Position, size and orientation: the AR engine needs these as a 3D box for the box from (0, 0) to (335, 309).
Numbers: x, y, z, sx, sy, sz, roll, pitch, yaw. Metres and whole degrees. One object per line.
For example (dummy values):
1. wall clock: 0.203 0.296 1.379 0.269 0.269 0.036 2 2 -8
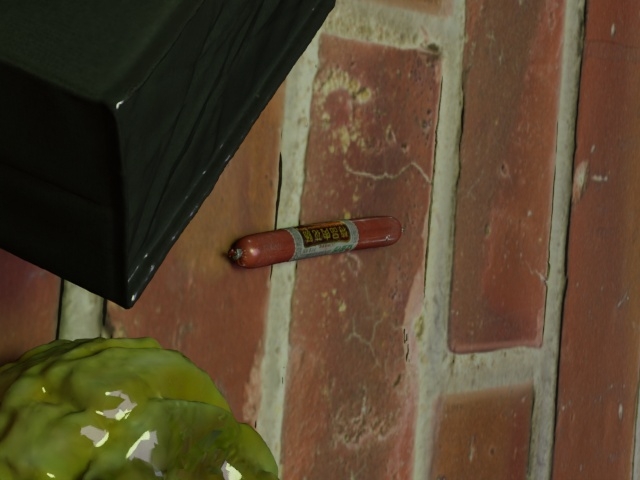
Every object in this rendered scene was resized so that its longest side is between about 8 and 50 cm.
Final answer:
1. box: -0.137 -0.170 1.060 0.345 0.204 0.251 -59 170 -29

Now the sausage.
1. sausage: 0.000 0.000 1.471 0.253 0.034 0.034 -10 102 -51

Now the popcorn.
1. popcorn: -0.155 0.206 1.131 0.293 0.237 0.293 0 90 -51
